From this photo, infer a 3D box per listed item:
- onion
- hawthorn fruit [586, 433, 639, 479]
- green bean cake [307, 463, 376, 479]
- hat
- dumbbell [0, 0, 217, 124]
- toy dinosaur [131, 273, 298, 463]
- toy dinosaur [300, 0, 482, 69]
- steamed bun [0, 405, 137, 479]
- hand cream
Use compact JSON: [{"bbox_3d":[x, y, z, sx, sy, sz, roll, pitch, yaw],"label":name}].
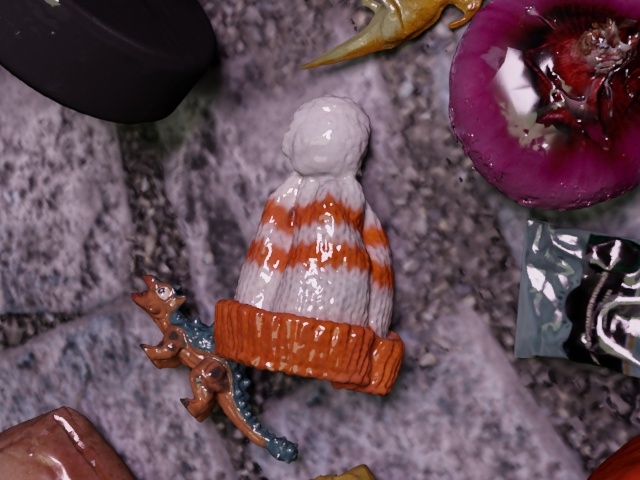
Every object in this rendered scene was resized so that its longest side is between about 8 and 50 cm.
[{"bbox_3d":[0.118,-0.072,0.434,0.115,0.104,0.115,1,80,-6],"label":"onion"},{"bbox_3d":[0.177,0.215,0.409,0.211,0.211,0.299,28,120,18],"label":"hawthorn fruit"},{"bbox_3d":[-0.051,0.241,0.501,0.229,0.224,0.131,-36,83,22],"label":"green bean cake"},{"bbox_3d":[0.000,0.000,0.522,0.112,0.093,0.162,8,84,14],"label":"hat"},{"bbox_3d":[-0.081,-0.185,0.478,0.218,0.152,0.152,-45,79,25],"label":"dumbbell"},{"bbox_3d":[-0.069,0.082,0.575,0.055,0.049,0.154,-40,79,-16],"label":"toy dinosaur"},{"bbox_3d":[0.034,-0.125,0.503,0.113,0.026,0.041,-15,110,17],"label":"toy dinosaur"},{"bbox_3d":[-0.198,0.208,0.633,0.175,0.106,0.145,-44,74,11],"label":"steamed bun"},{"bbox_3d":[0.218,0.048,0.445,0.248,0.052,0.075,11,81,29],"label":"hand cream"}]
